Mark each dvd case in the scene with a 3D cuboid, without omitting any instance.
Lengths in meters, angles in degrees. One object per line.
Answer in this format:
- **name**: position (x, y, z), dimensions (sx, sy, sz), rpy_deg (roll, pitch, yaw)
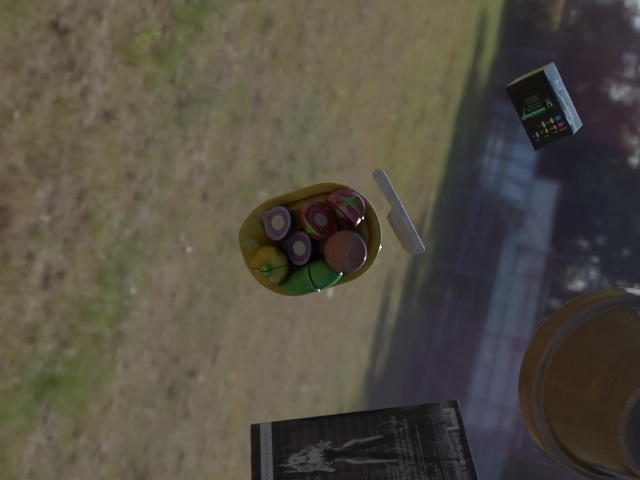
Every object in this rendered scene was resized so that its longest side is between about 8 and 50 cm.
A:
- **dvd case**: position (0.040, 0.220, 1.455), dimensions (0.164, 0.221, 0.018), rpy_deg (-97, -179, -65)

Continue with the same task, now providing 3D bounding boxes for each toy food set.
- **toy food set**: position (0.000, 0.000, 1.739), dimensions (0.071, 0.217, 0.128), rpy_deg (-48, 118, -72)

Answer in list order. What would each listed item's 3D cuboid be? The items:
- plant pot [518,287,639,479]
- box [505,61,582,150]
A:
- **plant pot**: position (0.405, 0.208, 1.842), dimensions (0.229, 0.263, 0.263), rpy_deg (-132, -128, -77)
- **box**: position (0.260, -0.156, 1.688), dimensions (0.083, 0.052, 0.062), rpy_deg (63, 25, -6)
